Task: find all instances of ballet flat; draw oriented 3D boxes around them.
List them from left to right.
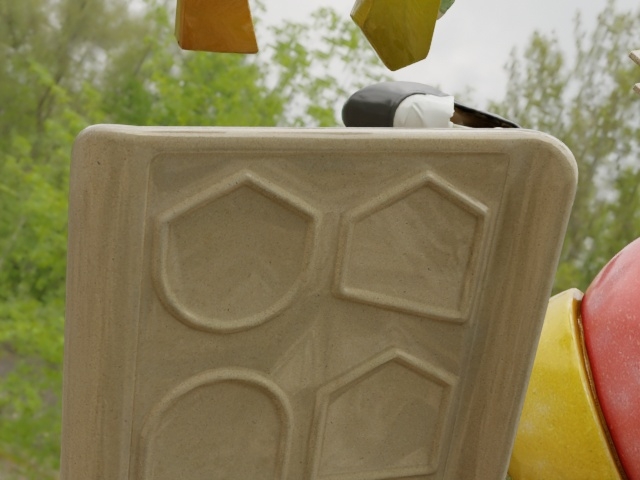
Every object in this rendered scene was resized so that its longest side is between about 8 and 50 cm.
[{"bbox_3d":[0.165,-0.153,1.503,0.280,0.095,0.096,5,9,-32],"label":"ballet flat"}]

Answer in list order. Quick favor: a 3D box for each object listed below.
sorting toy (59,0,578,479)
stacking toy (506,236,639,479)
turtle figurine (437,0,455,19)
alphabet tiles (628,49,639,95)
[{"bbox_3d":[0.000,0.000,0.526,0.229,0.307,0.041,0,26,-16],"label":"sorting toy"},{"bbox_3d":[0.267,0.136,0.952,0.479,0.351,0.350,-21,-35,23],"label":"stacking toy"},{"bbox_3d":[0.077,-0.268,0.794,0.275,0.266,0.198,68,-1,-64],"label":"turtle figurine"},{"bbox_3d":[0.544,-0.133,1.392,0.342,0.285,0.011,51,-44,29],"label":"alphabet tiles"}]
